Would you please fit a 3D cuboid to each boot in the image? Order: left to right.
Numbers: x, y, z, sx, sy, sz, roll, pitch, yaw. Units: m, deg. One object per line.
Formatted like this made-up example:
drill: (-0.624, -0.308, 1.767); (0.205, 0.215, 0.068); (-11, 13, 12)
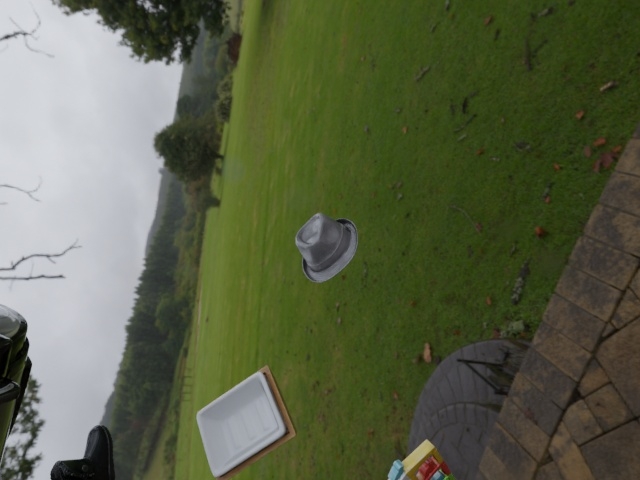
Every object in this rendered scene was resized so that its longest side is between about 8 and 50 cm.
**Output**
boot: (-0.874, 0.802, 1.511); (0.094, 0.207, 0.247); (-34, 59, 9)

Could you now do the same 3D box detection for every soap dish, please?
soap dish: (-0.226, 0.569, 1.281); (0.290, 0.118, 0.229); (-35, 58, 6)

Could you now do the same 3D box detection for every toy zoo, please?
toy zoo: (0.245, 0.629, 1.052); (0.192, 0.293, 0.030); (-41, 38, -14)

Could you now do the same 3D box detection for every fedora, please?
fedora: (0.000, 0.000, 1.414); (0.243, 0.124, 0.276); (-37, 28, 19)

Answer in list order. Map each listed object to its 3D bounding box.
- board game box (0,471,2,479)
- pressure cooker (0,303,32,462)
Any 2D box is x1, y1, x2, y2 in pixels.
board game box: (-0.857, 0.572, 0.910); (0.346, 0.233, 0.078); (-7, 110, 50)
pressure cooker: (-0.676, 0.240, 0.632); (0.375, 0.369, 0.422); (17, 93, 59)
